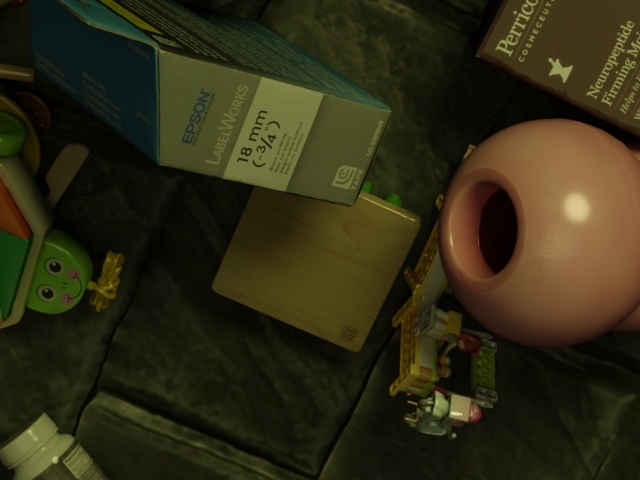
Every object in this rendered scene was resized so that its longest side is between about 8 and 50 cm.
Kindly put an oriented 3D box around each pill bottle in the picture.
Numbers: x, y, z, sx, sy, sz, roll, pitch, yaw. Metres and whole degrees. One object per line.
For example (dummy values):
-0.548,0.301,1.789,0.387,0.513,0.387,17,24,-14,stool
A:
-0.263,0.246,1.805,0.078,0.078,0.137,-38,97,9,pill bottle

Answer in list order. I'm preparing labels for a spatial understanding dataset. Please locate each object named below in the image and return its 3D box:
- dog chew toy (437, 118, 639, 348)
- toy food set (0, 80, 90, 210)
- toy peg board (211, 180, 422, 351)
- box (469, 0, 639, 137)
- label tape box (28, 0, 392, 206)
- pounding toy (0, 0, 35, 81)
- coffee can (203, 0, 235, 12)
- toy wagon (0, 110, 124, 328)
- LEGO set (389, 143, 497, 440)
0.269,-0.003,1.637,0.332,0.206,0.207,3,105,-38,dog chew toy
-0.329,-0.113,1.747,0.218,0.071,0.128,29,125,-1,toy food set
0.000,0.000,1.753,0.161,0.079,0.161,24,117,-1,toy peg board
0.265,-0.206,1.639,0.203,0.167,0.168,26,102,-2,box
-0.139,-0.146,1.558,0.333,0.240,0.106,11,108,-41,label tape box
-0.302,-0.224,1.686,0.269,0.154,0.155,-30,99,-11,pounding toy
-0.076,-0.374,1.606,0.201,0.201,0.275,-27,98,8,coffee can
-0.361,-0.009,1.721,0.344,0.068,0.267,21,121,-1,toy wagon
0.148,0.059,1.735,0.107,0.132,0.287,18,73,-17,LEGO set
